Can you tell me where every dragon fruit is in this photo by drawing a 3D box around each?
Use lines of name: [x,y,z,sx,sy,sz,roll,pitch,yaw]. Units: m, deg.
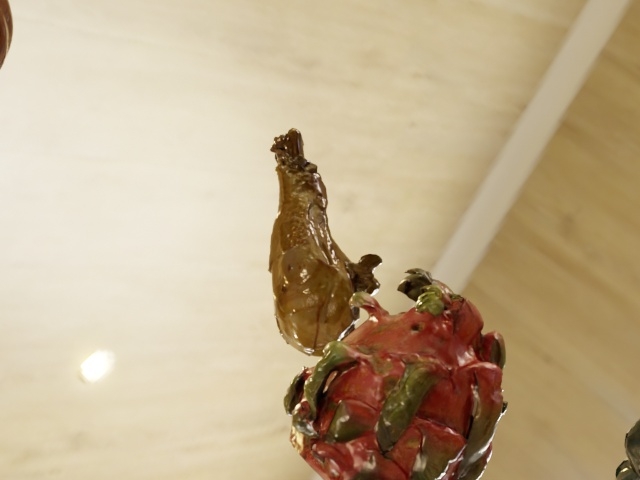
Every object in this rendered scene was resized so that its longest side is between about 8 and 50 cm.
dragon fruit: [0.059,0.116,1.105,0.172,0.166,0.160,-45,-34,-4]

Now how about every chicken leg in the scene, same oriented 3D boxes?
chicken leg: [-0.003,0.000,1.304,0.101,0.207,0.085,-5,-17,-15]

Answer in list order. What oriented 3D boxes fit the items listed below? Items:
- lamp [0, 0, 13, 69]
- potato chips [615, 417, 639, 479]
lamp: [-0.193,-0.093,0.682,0.101,0.101,0.090,-40,-63,-17]
potato chips: [0.303,0.015,0.739,0.358,0.070,0.429,-15,-33,-52]
